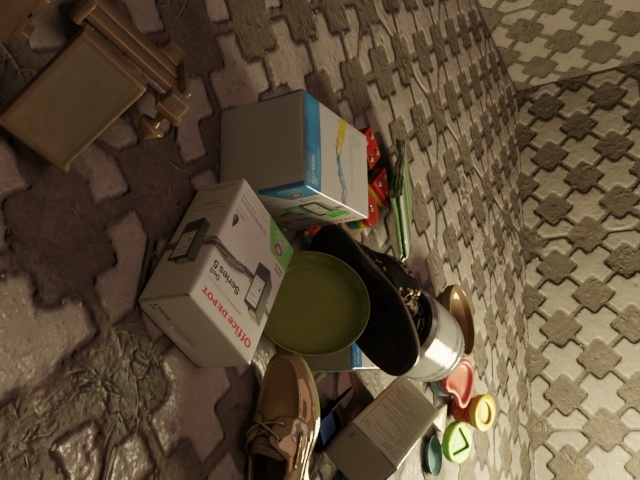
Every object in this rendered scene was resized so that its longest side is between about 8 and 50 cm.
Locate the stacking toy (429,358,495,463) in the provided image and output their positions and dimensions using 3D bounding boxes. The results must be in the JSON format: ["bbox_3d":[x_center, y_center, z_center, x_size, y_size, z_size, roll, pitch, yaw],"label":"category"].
[{"bbox_3d":[0.413,0.544,2.149,0.279,0.130,0.309,-48,120,-32],"label":"stacking toy"}]

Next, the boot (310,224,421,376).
[{"bbox_3d":[0.150,0.141,1.518,0.284,0.138,0.377,22,28,-57],"label":"boot"}]

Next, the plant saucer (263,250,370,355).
[{"bbox_3d":[-0.019,0.132,1.360,0.037,0.241,0.241,103,0,-56],"label":"plant saucer"}]

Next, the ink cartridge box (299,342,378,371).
[{"bbox_3d":[0.066,0.262,1.526,0.231,0.134,0.078,18,66,-58],"label":"ink cartridge box"}]

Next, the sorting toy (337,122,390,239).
[{"bbox_3d":[0.100,-0.156,1.750,0.257,0.089,0.255,-53,128,-53],"label":"sorting toy"}]

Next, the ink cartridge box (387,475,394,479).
[{"bbox_3d":[0.158,0.670,1.619,0.223,0.045,0.224,-74,153,-58],"label":"ink cartridge box"}]

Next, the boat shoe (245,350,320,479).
[{"bbox_3d":[-0.078,0.379,1.249,0.110,0.122,0.341,20,66,-59],"label":"boat shoe"}]

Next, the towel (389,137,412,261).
[{"bbox_3d":[0.242,-0.124,1.965,0.325,0.038,0.248,-79,160,-51],"label":"towel"}]

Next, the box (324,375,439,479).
[{"bbox_3d":[0.155,0.456,1.594,0.148,0.121,0.311,46,27,14],"label":"box"}]

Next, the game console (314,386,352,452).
[{"bbox_3d":[0.032,0.403,1.492,0.122,0.071,0.107,-31,109,-59],"label":"game console"}]

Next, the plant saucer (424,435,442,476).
[{"bbox_3d":[0.344,0.662,2.039,0.119,0.021,0.119,27,59,-56],"label":"plant saucer"}]

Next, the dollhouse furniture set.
[{"bbox_3d":[-0.366,-0.280,0.996,0.303,0.174,0.355,43,16,-32],"label":"dollhouse furniture set"}]

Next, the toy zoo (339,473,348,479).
[{"bbox_3d":[0.071,0.691,1.527,0.192,0.030,0.293,18,67,-59],"label":"toy zoo"}]

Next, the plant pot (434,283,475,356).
[{"bbox_3d":[0.419,0.270,2.183,0.237,0.110,0.237,35,49,-52],"label":"plant pot"}]

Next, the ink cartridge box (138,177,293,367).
[{"bbox_3d":[-0.172,0.058,1.171,0.198,0.115,0.273,57,37,-37],"label":"ink cartridge box"}]

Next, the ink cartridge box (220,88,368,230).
[{"bbox_3d":[-0.046,-0.153,1.371,0.270,0.198,0.197,21,64,-57],"label":"ink cartridge box"}]

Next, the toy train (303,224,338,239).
[{"bbox_3d":[0.000,0.000,1.579,0.125,0.046,0.166,-46,126,-43],"label":"toy train"}]

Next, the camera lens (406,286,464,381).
[{"bbox_3d":[0.247,0.249,1.767,0.274,0.219,0.219,37,51,-52],"label":"camera lens"}]
